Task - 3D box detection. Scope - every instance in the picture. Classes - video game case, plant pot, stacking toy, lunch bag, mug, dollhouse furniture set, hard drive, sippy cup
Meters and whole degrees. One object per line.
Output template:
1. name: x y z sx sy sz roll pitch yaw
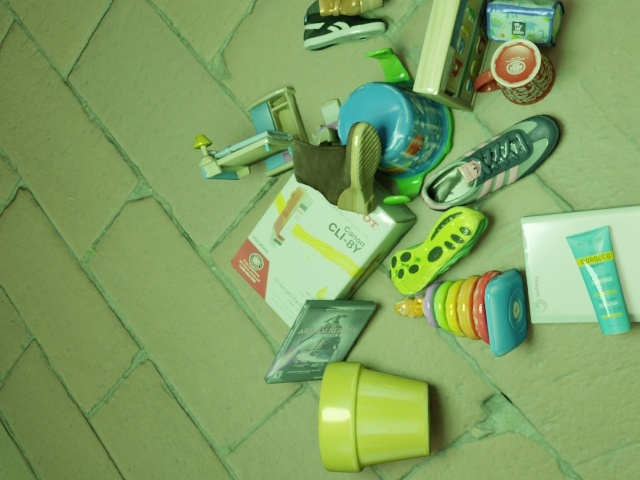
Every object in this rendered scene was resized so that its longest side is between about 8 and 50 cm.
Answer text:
1. video game case: -0.002 0.250 1.345 0.274 0.196 0.026 -62 39 31
2. plant pot: 0.137 0.417 1.293 0.239 0.254 0.253 -1 94 13
3. stacking toy: 0.298 0.150 1.242 0.302 0.175 0.165 -3 99 42
4. lunch bag: 0.412 -0.445 1.105 0.129 0.151 0.096 15 101 25
5. mug: 0.394 -0.330 1.115 0.150 0.169 0.113 -40 77 25
6. dollhouse furniture set: -0.125 -0.285 1.316 0.287 0.303 0.198 -20 87 28
7. hard drive: 0.604 0.048 1.112 0.353 0.047 0.232 -6 93 28
8. sippy cup: 0.154 -0.251 1.218 0.240 0.224 0.305 -45 74 23

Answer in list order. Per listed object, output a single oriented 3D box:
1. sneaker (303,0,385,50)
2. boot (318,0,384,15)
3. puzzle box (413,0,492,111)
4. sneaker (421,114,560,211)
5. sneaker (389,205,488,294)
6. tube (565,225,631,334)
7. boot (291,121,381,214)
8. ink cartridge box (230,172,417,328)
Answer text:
1. sneaker: 0.049 -0.542 1.326 0.217 0.079 0.121 -2 94 28
2. boot: 0.064 -0.616 1.278 0.153 0.073 0.197 -6 73 11
3. puzzle box: 0.300 -0.476 1.095 0.052 0.272 0.408 18 104 26
4. sneaker: 0.358 -0.156 1.172 0.319 0.131 0.112 -36 78 25
5. sneaker: 0.269 0.034 1.249 0.295 0.124 0.109 -46 58 42
6. tube: 0.558 0.080 1.089 0.080 0.052 0.207 -17 82 21
7. boot: 0.018 -0.168 1.136 0.207 0.090 0.248 29 148 25
8. ink cartridge box: 0.000 0.000 1.357 0.279 0.160 0.384 45 112 16
